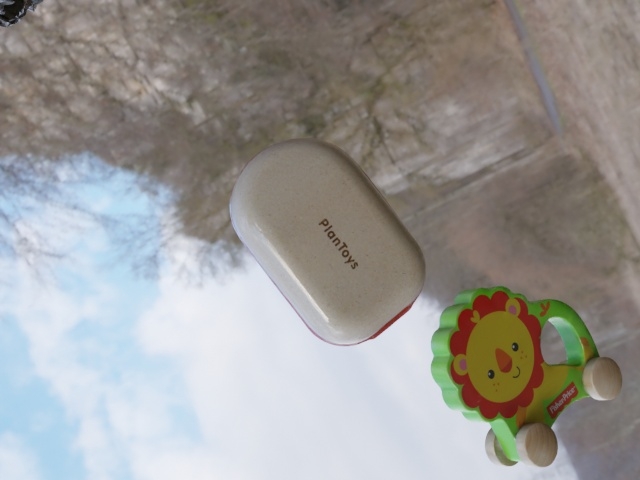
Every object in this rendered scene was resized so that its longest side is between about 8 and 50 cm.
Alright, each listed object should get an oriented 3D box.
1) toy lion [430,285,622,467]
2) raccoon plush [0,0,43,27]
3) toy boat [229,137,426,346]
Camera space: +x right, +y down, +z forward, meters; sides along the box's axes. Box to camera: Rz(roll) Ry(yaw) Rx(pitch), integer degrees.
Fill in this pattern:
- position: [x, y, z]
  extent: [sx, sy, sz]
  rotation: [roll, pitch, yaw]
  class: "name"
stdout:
- position: [0.104, 0.064, 0.525]
  extent: [0.100, 0.034, 0.096]
  rotation: [-34, -80, -32]
  class: "toy lion"
- position: [-0.264, -0.289, 0.646]
  extent: [0.216, 0.299, 0.446]
  rotation: [37, -153, -11]
  class: "raccoon plush"
- position: [0.000, 0.000, 1.083]
  extent: [0.231, 0.151, 0.151]
  rotation: [53, 168, -3]
  class: "toy boat"
